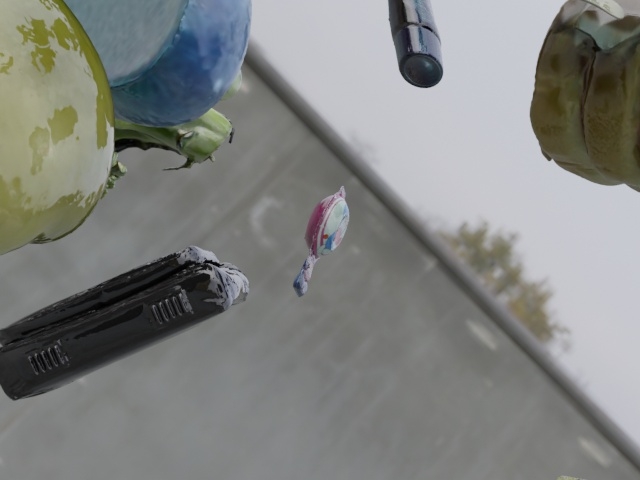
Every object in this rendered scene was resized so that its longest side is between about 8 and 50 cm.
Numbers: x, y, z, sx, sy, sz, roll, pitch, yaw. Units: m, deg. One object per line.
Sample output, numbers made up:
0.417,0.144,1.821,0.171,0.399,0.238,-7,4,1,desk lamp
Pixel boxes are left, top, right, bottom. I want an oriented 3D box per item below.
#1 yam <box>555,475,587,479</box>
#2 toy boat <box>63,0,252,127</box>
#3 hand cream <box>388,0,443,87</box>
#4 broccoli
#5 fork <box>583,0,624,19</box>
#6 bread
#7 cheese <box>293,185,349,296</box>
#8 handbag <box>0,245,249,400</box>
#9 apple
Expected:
0.253,0.324,1.689,0.069,0.146,0.070,6,-24,3,yam
-0.156,-0.228,1.432,0.123,0.215,0.330,28,18,-45,toy boat
0.123,-0.338,2.130,0.120,0.061,0.270,46,33,-54,hand cream
-0.242,-0.168,1.762,0.273,0.242,0.180,25,-1,9,broccoli
0.250,-0.301,1.816,0.219,0.034,0.028,23,-38,10,fork
0.422,-0.197,1.909,0.210,0.300,0.341,26,4,-44,bread
0.000,0.000,1.918,0.038,0.145,0.095,21,-17,14,cheese
-0.216,0.088,1.726,0.244,0.275,0.088,28,37,-86,handbag
-0.309,-0.097,1.236,0.292,0.292,0.254,-148,-143,-74,apple
